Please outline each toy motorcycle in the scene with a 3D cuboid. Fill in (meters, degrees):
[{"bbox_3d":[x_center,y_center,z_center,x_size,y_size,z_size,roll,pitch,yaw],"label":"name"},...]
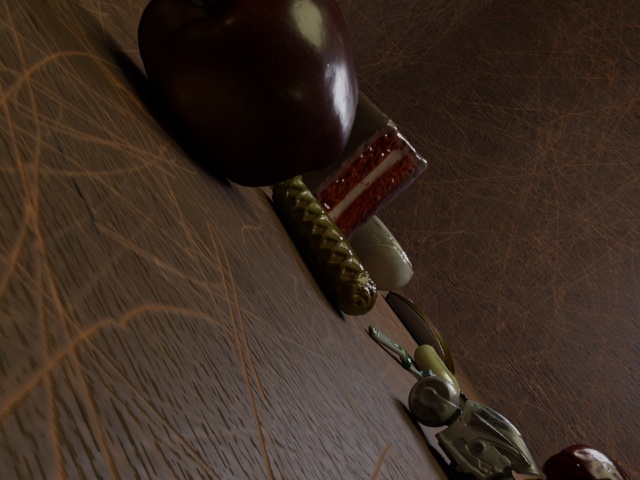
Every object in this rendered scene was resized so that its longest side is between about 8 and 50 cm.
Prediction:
[{"bbox_3d":[0.219,0.283,0.989,0.254,0.112,0.112,53,5,33],"label":"toy motorcycle"}]

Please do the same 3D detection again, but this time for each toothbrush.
[{"bbox_3d":[0.156,0.222,1.369,0.304,0.030,0.030,42,11,-50],"label":"toothbrush"}]

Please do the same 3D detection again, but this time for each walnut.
[{"bbox_3d":[0.523,0.545,1.396,0.244,0.221,0.269,-1,37,-43],"label":"walnut"}]

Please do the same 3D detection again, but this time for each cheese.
[{"bbox_3d":[0.262,0.313,1.538,0.127,0.050,0.255,52,6,-14],"label":"cheese"}]

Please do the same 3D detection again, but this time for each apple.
[{"bbox_3d":[-0.089,-0.235,0.996,0.288,0.288,0.317,57,-3,45],"label":"apple"}]

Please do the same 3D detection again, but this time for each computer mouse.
[{"bbox_3d":[0.307,0.268,2.162,0.310,0.072,0.158,54,3,29],"label":"computer mouse"}]

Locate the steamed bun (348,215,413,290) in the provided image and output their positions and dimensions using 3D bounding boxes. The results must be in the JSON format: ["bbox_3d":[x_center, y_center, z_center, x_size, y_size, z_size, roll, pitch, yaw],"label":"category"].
[{"bbox_3d":[0.126,0.033,1.820,0.228,0.131,0.177,53,-5,28],"label":"steamed bun"}]

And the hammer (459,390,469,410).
[{"bbox_3d":[0.343,0.402,1.757,0.125,0.027,0.297,47,5,-4],"label":"hammer"}]

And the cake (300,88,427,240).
[{"bbox_3d":[0.049,-0.177,1.672,0.237,0.309,0.230,41,7,-47],"label":"cake"}]

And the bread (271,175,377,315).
[{"bbox_3d":[-0.001,0.000,1.237,0.077,0.084,0.367,-1,34,-26],"label":"bread"}]
